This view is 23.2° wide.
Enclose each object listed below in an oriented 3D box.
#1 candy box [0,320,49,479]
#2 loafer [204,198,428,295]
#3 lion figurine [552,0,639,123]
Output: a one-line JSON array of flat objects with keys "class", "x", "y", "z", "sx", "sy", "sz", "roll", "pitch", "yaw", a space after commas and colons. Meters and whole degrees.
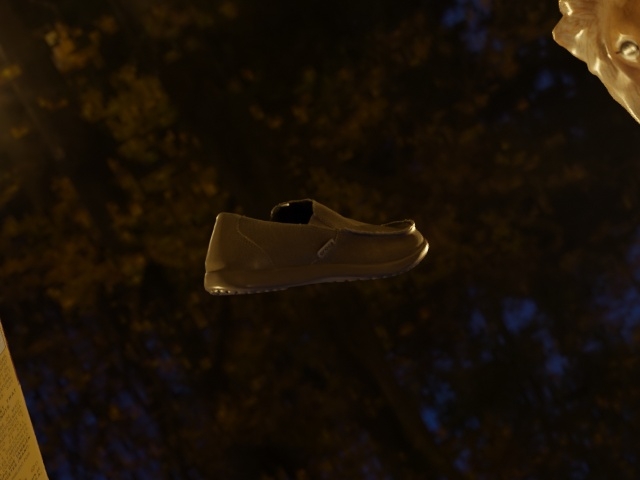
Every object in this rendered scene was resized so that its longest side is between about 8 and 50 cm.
[{"class": "candy box", "x": -0.177, "y": 0.045, "z": 0.601, "sx": 0.109, "sy": 0.186, "sz": 0.053, "roll": 19, "pitch": -128, "yaw": 17}, {"class": "loafer", "x": 0.000, "y": 0.000, "z": 0.894, "sx": 0.148, "sy": 0.050, "sz": 0.056, "roll": -9, "pitch": -175, "yaw": -37}, {"class": "lion figurine", "x": 0.311, "y": -0.180, "z": 0.730, "sx": 0.392, "sy": 0.240, "sz": 0.142, "roll": -50, "pitch": -178, "yaw": 12}]
